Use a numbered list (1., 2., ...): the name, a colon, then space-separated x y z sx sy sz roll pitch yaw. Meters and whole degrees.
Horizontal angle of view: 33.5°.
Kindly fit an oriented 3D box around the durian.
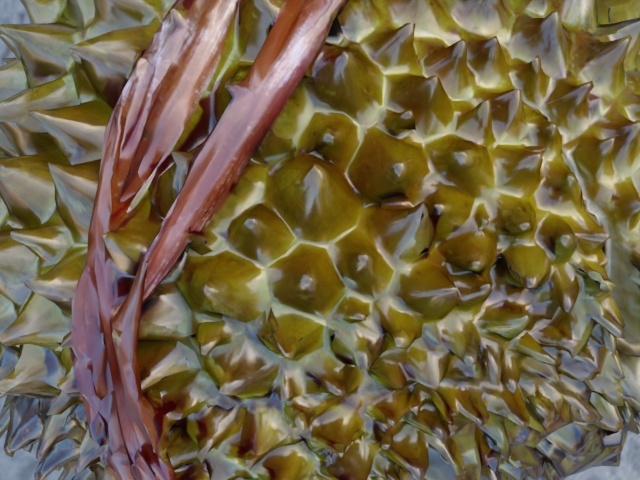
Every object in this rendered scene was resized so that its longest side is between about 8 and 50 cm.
1. durian: 0.004 0.001 0.489 0.384 0.348 0.347 -21 84 37
